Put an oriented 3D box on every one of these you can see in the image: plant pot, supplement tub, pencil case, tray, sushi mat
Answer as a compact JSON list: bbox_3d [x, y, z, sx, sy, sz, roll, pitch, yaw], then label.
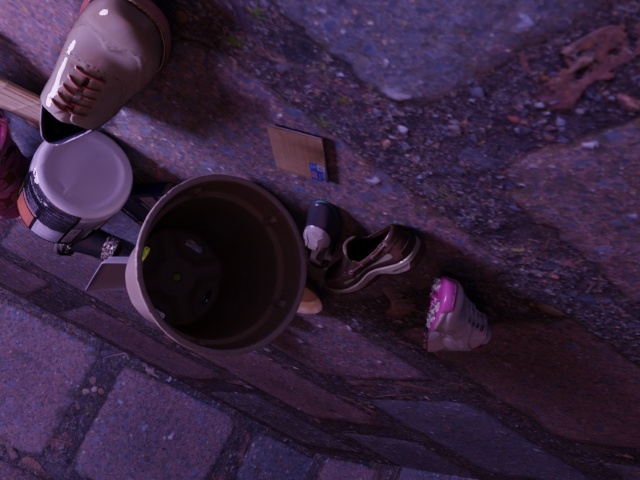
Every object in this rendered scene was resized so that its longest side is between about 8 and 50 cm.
[{"bbox_3d":[-0.098,0.112,1.696,0.236,0.032,0.236,20,156,10],"label":"plant pot"},{"bbox_3d":[-0.243,0.062,1.379,0.334,0.334,0.305,34,158,-21],"label":"plant pot"},{"bbox_3d":[-0.527,-0.101,1.448,0.193,0.194,0.316,33,155,-21],"label":"supplement tub"},{"bbox_3d":[-0.722,-0.163,1.487,0.167,0.160,0.386,11,164,-9],"label":"pencil case"},{"bbox_3d":[-0.575,0.093,1.953,0.145,0.030,0.270,2,160,-28],"label":"tray"},{"bbox_3d":[-0.615,-0.281,1.275,0.151,0.019,0.316,0,162,45],"label":"sushi mat"}]

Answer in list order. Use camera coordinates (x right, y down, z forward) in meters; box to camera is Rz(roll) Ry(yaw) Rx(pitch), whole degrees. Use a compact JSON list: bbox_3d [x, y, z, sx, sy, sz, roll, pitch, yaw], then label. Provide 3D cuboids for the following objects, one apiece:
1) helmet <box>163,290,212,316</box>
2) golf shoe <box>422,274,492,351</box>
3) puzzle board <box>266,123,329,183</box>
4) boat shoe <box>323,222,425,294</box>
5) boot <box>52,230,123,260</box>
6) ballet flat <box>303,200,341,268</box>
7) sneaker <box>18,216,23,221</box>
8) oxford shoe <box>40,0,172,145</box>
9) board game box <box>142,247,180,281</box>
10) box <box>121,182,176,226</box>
[{"bbox_3d":[-0.355,0.208,1.966,0.169,0.169,0.161,4,133,37],"label":"helmet"},{"bbox_3d":[0.278,0.150,1.367,0.140,0.115,0.306,8,160,9],"label":"golf shoe"},{"bbox_3d":[-0.035,-0.144,1.142,0.096,0.011,0.128,16,155,14],"label":"puzzle board"},{"bbox_3d":[0.080,0.026,1.300,0.095,0.095,0.257,38,141,-22],"label":"boat shoe"},{"bbox_3d":[-0.658,0.018,1.944,0.178,0.085,0.236,24,156,-7],"label":"boot"},{"bbox_3d":[0.000,0.000,1.332,0.074,0.074,0.203,20,155,9],"label":"ballet flat"},{"bbox_3d":[-0.849,-0.085,1.954,0.067,0.042,0.118,6,153,28],"label":"sneaker"},{"bbox_3d":[-0.337,-0.243,1.042,0.140,0.146,0.397,32,154,-17],"label":"oxford shoe"},{"bbox_3d":[-0.411,0.052,1.779,0.043,0.092,0.181,12,153,23],"label":"board game box"},{"bbox_3d":[-0.367,-0.074,1.550,0.225,0.036,0.136,0,146,39],"label":"box"}]
